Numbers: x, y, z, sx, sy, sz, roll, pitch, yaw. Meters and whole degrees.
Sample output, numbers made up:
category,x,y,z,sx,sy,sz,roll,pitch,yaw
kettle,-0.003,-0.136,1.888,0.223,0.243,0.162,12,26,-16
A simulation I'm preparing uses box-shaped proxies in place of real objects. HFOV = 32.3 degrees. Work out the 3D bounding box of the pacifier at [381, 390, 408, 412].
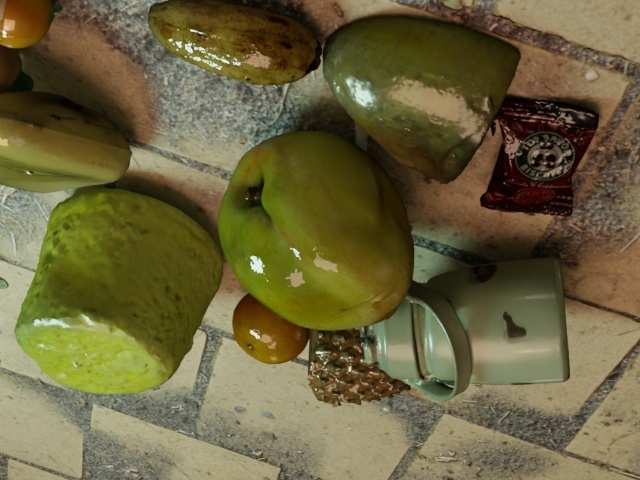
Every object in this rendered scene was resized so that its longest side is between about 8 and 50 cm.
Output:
category,x,y,z,sx,sy,sz,roll,pitch,yaw
pacifier,0.141,0.324,2.268,0.083,0.064,0.068,-4,154,28

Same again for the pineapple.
category,x,y,z,sx,sy,sz,roll,pitch,yaw
pineapple,0.149,0.200,2.025,0.362,0.202,0.202,-1,140,6

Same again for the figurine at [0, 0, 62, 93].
category,x,y,z,sx,sy,sz,roll,pitch,yaw
figurine,-0.508,-0.348,1.664,0.222,0.124,0.324,17,139,3

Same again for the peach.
category,x,y,z,sx,sy,sz,roll,pitch,yaw
peach,-0.005,-0.007,1.724,0.281,0.314,0.315,-34,138,21

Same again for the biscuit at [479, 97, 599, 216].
category,x,y,z,sx,sy,sz,roll,pitch,yaw
biscuit,0.320,-0.114,1.651,0.151,0.063,0.235,3,137,2

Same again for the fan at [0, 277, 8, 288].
category,x,y,z,sx,sy,sz,roll,pitch,yaw
fan,-0.710,0.083,2.376,0.080,0.003,0.060,40,137,-26

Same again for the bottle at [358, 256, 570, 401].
category,x,y,z,sx,sy,sz,roll,pitch,yaw
bottle,0.230,0.144,1.829,0.352,0.229,0.229,-4,138,10

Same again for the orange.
category,x,y,z,sx,sy,sz,roll,pitch,yaw
orange,-0.098,0.168,2.116,0.156,0.124,0.156,19,135,20

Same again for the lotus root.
category,x,y,z,sx,sy,sz,roll,pitch,yaw
lotus root,-0.125,-0.286,1.593,0.258,0.097,0.110,13,111,8

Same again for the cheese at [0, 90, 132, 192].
category,x,y,z,sx,sy,sz,roll,pitch,yaw
cheese,-0.472,-0.157,1.794,0.259,0.128,0.316,-10,163,19

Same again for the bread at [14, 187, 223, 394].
category,x,y,z,sx,sy,sz,roll,pitch,yaw
bread,-0.367,0.100,2.004,0.348,0.308,0.348,9,140,7

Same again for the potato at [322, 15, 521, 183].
category,x,y,z,sx,sy,sz,roll,pitch,yaw
potato,0.112,-0.204,1.591,0.255,0.112,0.269,23,141,-5
